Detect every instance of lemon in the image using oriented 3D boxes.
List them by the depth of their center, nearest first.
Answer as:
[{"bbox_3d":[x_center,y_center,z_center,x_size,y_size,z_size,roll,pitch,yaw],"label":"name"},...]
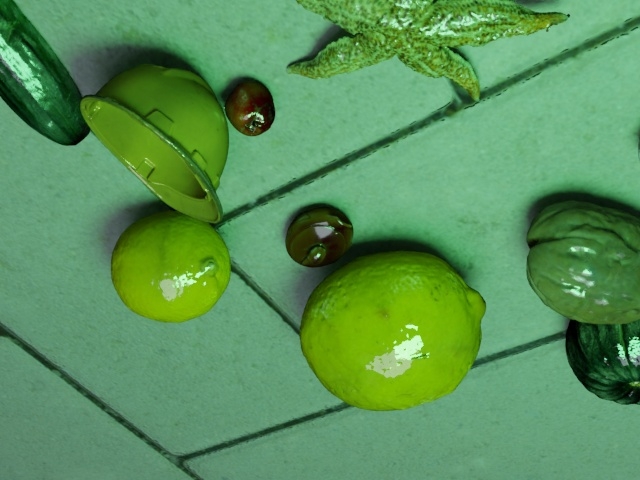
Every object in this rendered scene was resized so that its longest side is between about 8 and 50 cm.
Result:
[{"bbox_3d":[0.110,0.139,1.399,0.284,0.260,0.260,3,134,7],"label":"lemon"},{"bbox_3d":[-0.230,0.041,1.401,0.203,0.178,0.178,-3,138,47],"label":"lemon"}]

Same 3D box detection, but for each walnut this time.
[{"bbox_3d":[0.406,0.036,1.302,0.231,0.178,0.178,12,134,-9],"label":"walnut"}]

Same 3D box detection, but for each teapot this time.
[{"bbox_3d":[0.000,0.000,1.397,0.098,0.078,0.129,33,129,-21],"label":"teapot"}]

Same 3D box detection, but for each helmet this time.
[{"bbox_3d":[-0.197,-0.156,1.239,0.205,0.140,0.257,18,157,39],"label":"helmet"}]

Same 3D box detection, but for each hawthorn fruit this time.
[{"bbox_3d":[-0.095,-0.180,1.245,0.077,0.077,0.077,4,134,5],"label":"hawthorn fruit"}]

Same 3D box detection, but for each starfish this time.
[{"bbox_3d":[0.097,-0.262,1.122,0.347,0.078,0.358,29,139,-29],"label":"starfish"}]

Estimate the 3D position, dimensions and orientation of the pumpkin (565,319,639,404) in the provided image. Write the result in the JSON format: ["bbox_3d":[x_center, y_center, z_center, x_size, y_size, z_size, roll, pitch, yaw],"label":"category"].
[{"bbox_3d":[0.498,0.164,1.419,0.221,0.161,0.220,10,144,7],"label":"pumpkin"}]

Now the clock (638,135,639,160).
[{"bbox_3d":[0.557,-0.142,1.157,0.228,0.090,0.248,35,134,-10],"label":"clock"}]

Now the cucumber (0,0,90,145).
[{"bbox_3d":[-0.414,-0.222,1.266,0.115,0.063,0.244,-19,129,26],"label":"cucumber"}]
